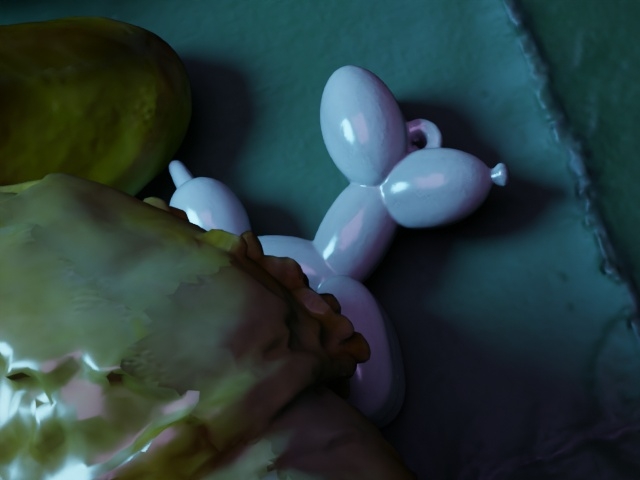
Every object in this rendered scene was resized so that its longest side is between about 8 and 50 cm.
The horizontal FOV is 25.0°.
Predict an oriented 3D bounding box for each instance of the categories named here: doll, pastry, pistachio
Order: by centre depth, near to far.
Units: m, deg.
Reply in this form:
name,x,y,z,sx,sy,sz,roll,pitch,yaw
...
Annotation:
name,x,y,z,sx,sy,sz,roll,pitch,yaw
pastry,-0.079,0.121,0.549,0.316,0.184,0.284,45,117,13
doll,0.000,0.000,0.647,0.161,0.059,0.160,6,76,18
pistachio,-0.155,-0.049,0.676,0.189,0.100,0.110,-19,45,-27
